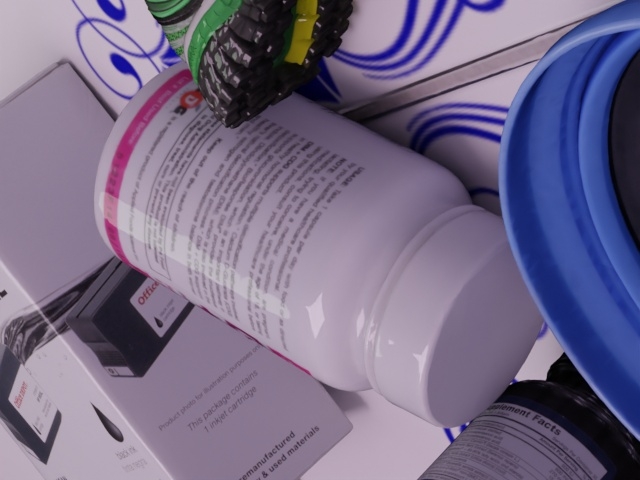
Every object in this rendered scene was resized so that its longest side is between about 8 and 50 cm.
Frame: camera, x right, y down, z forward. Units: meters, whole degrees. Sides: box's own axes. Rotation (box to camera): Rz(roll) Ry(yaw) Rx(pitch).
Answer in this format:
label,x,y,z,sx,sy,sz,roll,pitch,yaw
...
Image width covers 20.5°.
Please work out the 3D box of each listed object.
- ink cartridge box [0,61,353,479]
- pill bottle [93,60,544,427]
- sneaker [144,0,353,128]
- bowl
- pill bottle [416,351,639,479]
label,x,y,z,sx,sy,sz,roll,pitch,yaw
ink cartridge box,-0.199,0.078,1.540,0.395,0.166,0.285,52,152,-3
pill bottle,0.000,0.000,1.159,0.283,0.160,0.160,29,149,32
sneaker,-0.052,-0.199,0.993,0.146,0.134,0.343,47,152,12
bowl,0.267,0.030,0.901,0.391,0.077,0.391,36,152,23
pill bottle,0.131,0.168,1.133,0.123,0.219,0.123,35,151,23
